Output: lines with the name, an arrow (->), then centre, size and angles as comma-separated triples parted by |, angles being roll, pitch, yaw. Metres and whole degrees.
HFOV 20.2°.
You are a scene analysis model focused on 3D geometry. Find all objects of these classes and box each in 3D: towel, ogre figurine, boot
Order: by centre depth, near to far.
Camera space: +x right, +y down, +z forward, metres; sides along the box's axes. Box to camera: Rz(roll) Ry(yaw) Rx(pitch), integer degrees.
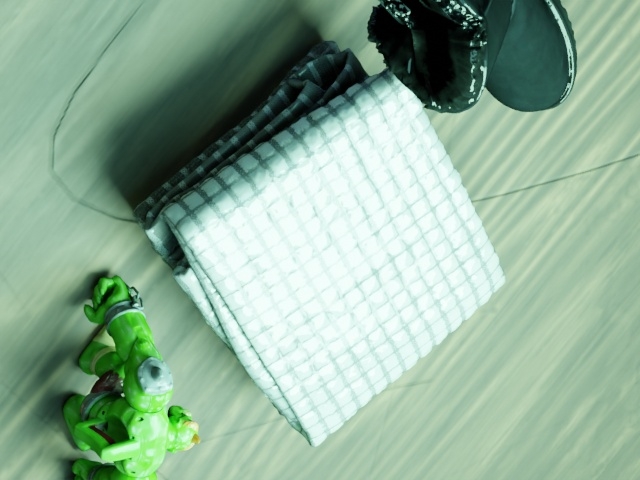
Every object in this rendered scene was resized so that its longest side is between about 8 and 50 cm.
boot -> 0.119, -0.157, 1.406 | 0.246, 0.094, 0.207 | 65, 31, -32
ogre figurine -> -0.161, 0.143, 1.450 | 0.096, 0.118, 0.197 | 18, 105, -37
towel -> 0.000, 0.000, 1.475 | 0.235, 0.121, 0.284 | -38, 130, -7
